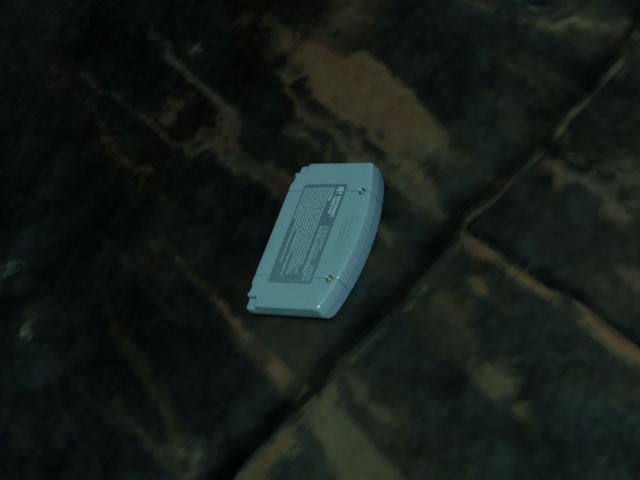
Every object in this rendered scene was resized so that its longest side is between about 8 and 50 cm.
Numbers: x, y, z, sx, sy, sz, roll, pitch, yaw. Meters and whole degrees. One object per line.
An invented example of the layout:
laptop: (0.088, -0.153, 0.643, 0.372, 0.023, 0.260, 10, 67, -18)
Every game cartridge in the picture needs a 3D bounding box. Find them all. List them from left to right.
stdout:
game cartridge: (0.000, 0.000, 0.714, 0.056, 0.017, 0.083, 0, 59, 42)
